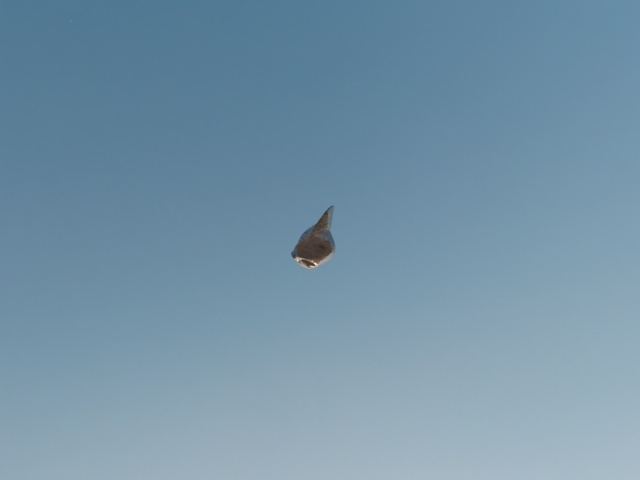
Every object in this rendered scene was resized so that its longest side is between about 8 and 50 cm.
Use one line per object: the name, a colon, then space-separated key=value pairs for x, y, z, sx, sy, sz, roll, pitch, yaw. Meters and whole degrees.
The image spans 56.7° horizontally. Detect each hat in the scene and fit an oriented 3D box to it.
hat: x=0.002 y=-0.001 z=0.697 sx=0.042 sy=0.058 sz=0.087 roll=42 pitch=-135 yaw=-5
